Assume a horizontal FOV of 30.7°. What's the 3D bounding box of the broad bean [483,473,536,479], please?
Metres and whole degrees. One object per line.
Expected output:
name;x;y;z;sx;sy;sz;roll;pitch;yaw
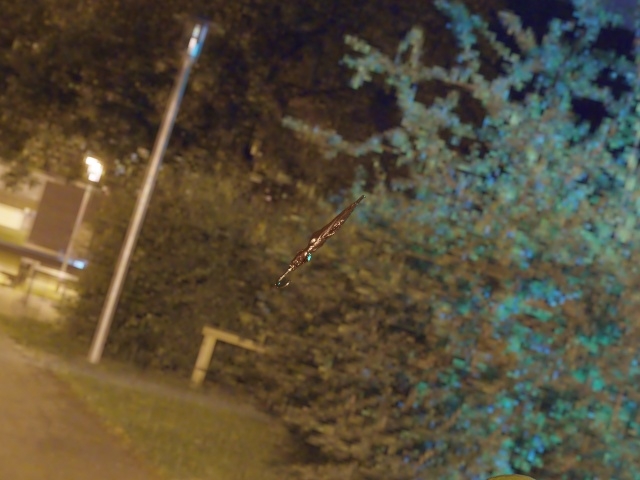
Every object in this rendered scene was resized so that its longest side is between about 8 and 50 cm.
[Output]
broad bean;0.145;0.249;0.862;0.082;0.124;0.174;40;21;-22

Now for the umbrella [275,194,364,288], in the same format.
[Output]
umbrella;-0.002;-0.001;1.067;0.022;0.122;0.013;17;-31;50
